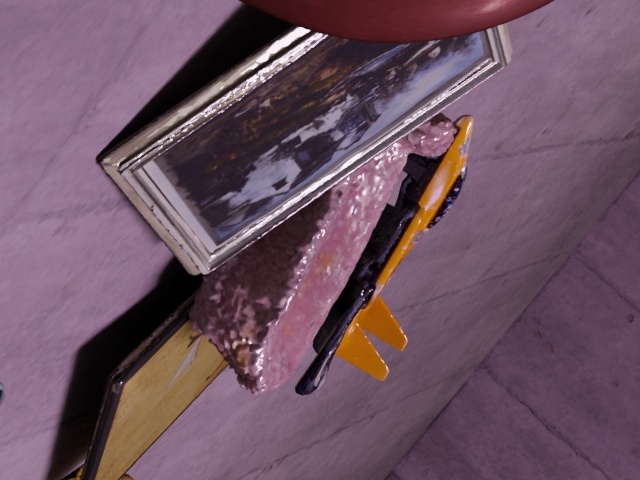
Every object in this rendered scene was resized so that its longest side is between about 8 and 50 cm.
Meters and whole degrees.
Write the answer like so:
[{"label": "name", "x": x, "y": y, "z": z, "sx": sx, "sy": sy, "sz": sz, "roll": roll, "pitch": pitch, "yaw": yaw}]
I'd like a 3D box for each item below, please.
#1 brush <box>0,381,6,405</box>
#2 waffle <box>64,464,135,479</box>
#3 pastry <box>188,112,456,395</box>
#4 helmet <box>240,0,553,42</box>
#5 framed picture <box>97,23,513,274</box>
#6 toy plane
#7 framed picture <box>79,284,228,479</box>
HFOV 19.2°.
[{"label": "brush", "x": -0.296, "y": 0.172, "z": 1.216, "sx": 0.297, "sy": 0.060, "sz": 0.068, "roll": -33, "pitch": 157, "yaw": -47}, {"label": "waffle", "x": -0.262, "y": 0.307, "z": 1.701, "sx": 0.229, "sy": 0.057, "sz": 0.219, "roll": -34, "pitch": 161, "yaw": -48}, {"label": "pastry", "x": -0.008, "y": -0.010, "z": 1.470, "sx": 0.265, "sy": 0.112, "sz": 0.103, "roll": -52, "pitch": 158, "yaw": 3}, {"label": "helmet", "x": 0.067, "y": -0.220, "z": 0.906, "sx": 0.385, "sy": 0.230, "sz": 0.337, "roll": -56, "pitch": 165, "yaw": 23}, {"label": "framed picture", "x": 0.005, "y": -0.090, "z": 1.301, "sx": 0.296, "sy": 0.019, "sz": 0.232, "roll": -35, "pitch": 157, "yaw": -1}, {"label": "toy plane", "x": 0.060, "y": -0.008, "z": 1.729, "sx": 0.204, "sy": 0.103, "sz": 0.316, "roll": -53, "pitch": 166, "yaw": -47}, {"label": "framed picture", "x": -0.088, "y": 0.075, "z": 1.618, "sx": 0.338, "sy": 0.014, "sz": 0.255, "roll": -45, "pitch": 167, "yaw": -35}]
